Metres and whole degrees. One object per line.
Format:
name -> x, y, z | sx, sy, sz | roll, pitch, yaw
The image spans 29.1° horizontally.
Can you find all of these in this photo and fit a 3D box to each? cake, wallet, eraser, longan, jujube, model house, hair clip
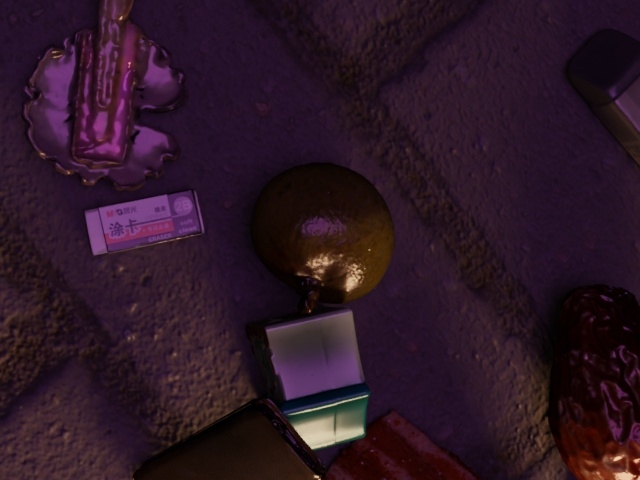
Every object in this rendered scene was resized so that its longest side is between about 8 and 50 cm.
cake -> 0.136, 0.329, 1.401 | 0.262, 0.159, 0.158 | 41, 80, 23
wallet -> -0.099, 0.243, 1.285 | 0.198, 0.031, 0.110 | -32, 104, 30
eraser -> -0.189, -0.020, 1.319 | 0.122, 0.029, 0.052 | -11, 94, -15
longan -> 0.000, 0.000, 1.303 | 0.154, 0.145, 0.176 | 17, 56, 2
jujube -> 0.336, 0.167, 1.404 | 0.168, 0.168, 0.236 | -9, 78, -14
eraser -> 0.431, -0.102, 1.461 | 0.089, 0.061, 0.352 | -45, 102, -9
model house -> -0.012, 0.150, 1.319 | 0.100, 0.127, 0.149 | -14, 91, -13
hair clip -> -0.216, -0.206, 1.287 | 0.173, 0.069, 0.300 | 7, 99, -13
